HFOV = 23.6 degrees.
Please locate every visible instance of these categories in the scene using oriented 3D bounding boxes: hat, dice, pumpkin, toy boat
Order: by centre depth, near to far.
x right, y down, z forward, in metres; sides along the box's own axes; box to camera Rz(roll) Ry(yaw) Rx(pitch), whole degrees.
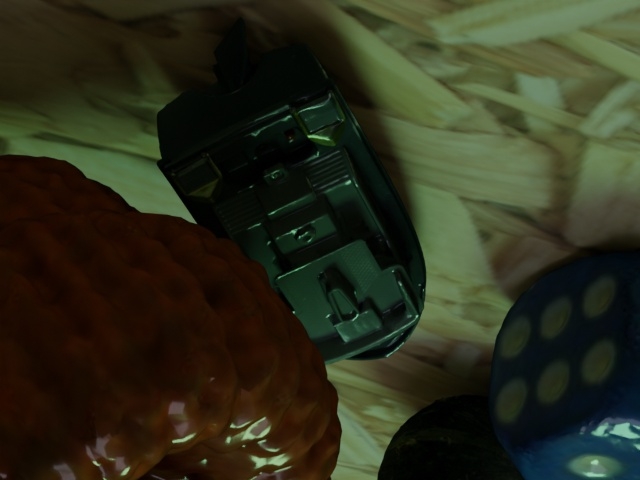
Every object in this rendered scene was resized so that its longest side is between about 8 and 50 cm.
[{"bbox_3d":[-0.174,0.054,0.894,0.285,0.400,0.285,-16,133,-18],"label":"hat"},{"bbox_3d":[0.000,0.002,0.955,0.114,0.122,0.296,-24,143,5],"label":"toy boat"},{"bbox_3d":[0.209,0.102,1.036,0.146,0.146,0.143,27,140,-26],"label":"dice"},{"bbox_3d":[0.132,0.208,1.179,0.190,0.190,0.146,15,148,-11],"label":"pumpkin"}]
